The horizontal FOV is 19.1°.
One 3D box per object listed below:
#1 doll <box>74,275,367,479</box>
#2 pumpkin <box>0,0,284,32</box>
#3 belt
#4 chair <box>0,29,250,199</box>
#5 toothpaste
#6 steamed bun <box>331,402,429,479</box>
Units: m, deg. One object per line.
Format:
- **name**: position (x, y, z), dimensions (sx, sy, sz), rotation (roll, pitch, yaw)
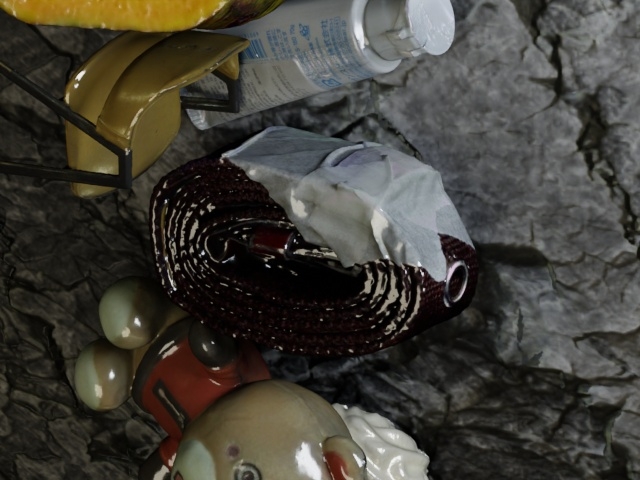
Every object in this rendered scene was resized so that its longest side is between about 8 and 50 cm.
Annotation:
- **doll**: position (-0.089, 0.179, 1.807), dimensions (0.330, 0.174, 0.235), rotation (51, 128, 25)
- **pumpkin**: position (-0.162, -0.290, 1.556), dimensions (0.317, 0.139, 0.222), rotation (9, 113, 22)
- **belt**: position (0.000, 0.000, 1.694), dimensions (0.289, 0.164, 0.184), rotation (14, 109, 28)
- **chair**: position (-0.177, -0.126, 1.651), dimensions (0.247, 0.159, 0.172), rotation (23, 130, 27)
- **toothpaste**: position (-0.022, -0.166, 1.647), dimensions (0.299, 0.073, 0.114), rotation (-8, 120, 39)
- **steamed bun**: position (0.023, 0.251, 1.899), dimensions (0.183, 0.106, 0.183), rotation (13, 130, 16)
